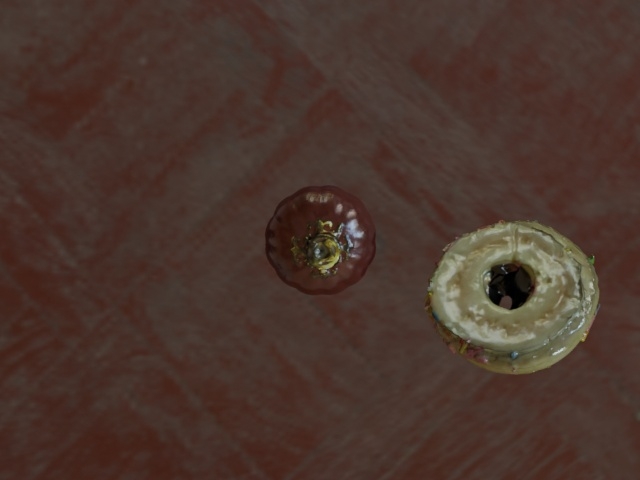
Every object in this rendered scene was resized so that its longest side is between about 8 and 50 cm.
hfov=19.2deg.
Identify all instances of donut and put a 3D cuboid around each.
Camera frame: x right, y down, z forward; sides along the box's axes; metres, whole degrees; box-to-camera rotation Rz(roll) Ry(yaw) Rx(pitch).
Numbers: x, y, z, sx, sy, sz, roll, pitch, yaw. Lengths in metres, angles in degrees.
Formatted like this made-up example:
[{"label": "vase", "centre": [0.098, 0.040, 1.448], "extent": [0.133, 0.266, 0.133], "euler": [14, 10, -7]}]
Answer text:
[{"label": "donut", "centre": [0.189, 0.060, 1.855], "extent": [0.174, 0.068, 0.175], "euler": [-6, 54, 8]}]

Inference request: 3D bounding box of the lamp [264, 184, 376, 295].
[{"label": "lamp", "centre": [0.000, 0.000, 1.683], "extent": [0.101, 0.090, 0.101], "euler": [-1, 103, -3]}]
